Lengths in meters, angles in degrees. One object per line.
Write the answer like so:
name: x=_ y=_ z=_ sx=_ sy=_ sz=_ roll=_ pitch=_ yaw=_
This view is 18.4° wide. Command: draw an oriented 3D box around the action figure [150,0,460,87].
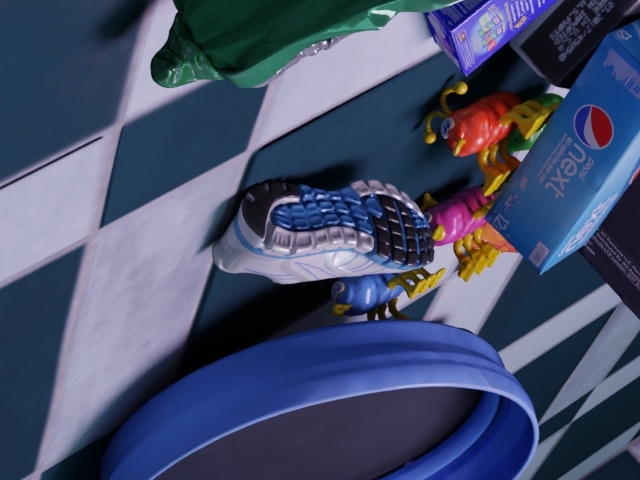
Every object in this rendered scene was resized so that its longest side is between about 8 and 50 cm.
action figure: x=0.004 y=-0.153 z=1.091 sx=0.232 sy=0.137 sz=0.063 roll=-32 pitch=175 yaw=2

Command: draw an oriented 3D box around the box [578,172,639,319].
box: x=0.425 y=-0.099 z=1.931 sx=0.296 sy=0.182 sz=0.294 roll=-28 pitch=158 yaw=-33

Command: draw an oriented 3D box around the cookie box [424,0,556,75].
cookie box: x=0.125 y=-0.174 z=1.369 sx=0.107 sy=0.040 sz=0.092 roll=-39 pitch=162 yaw=-2

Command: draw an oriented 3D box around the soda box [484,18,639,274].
soda box: x=0.212 y=-0.073 z=1.524 sx=0.071 sy=0.067 sz=0.210 roll=-28 pitch=158 yaw=-44

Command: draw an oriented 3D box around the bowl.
bowl: x=-0.006 y=0.190 z=1.718 sx=0.391 sy=0.077 sz=0.391 roll=-14 pitch=151 yaw=-8

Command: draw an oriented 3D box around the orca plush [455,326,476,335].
orca plush: x=0.049 y=0.143 z=1.972 sx=0.287 sy=0.102 sz=0.151 roll=-23 pitch=-158 yaw=-19

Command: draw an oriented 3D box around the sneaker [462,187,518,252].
sneaker: x=0.171 y=-0.016 z=1.843 sx=0.067 sy=0.064 sz=0.175 roll=-25 pitch=163 yaw=22

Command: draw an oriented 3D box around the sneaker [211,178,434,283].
sneaker: x=0.000 y=0.000 z=1.483 sx=0.191 sy=0.071 sz=0.083 roll=6 pitch=149 yaw=-37

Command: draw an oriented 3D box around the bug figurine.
bug figurine: x=0.117 y=-0.040 z=1.627 sx=0.216 sy=0.072 sz=0.279 roll=-24 pitch=154 yaw=-50

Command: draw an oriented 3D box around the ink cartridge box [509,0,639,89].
ink cartridge box: x=0.324 y=-0.234 z=1.584 sx=0.303 sy=0.072 sz=0.307 roll=-48 pitch=158 yaw=20
